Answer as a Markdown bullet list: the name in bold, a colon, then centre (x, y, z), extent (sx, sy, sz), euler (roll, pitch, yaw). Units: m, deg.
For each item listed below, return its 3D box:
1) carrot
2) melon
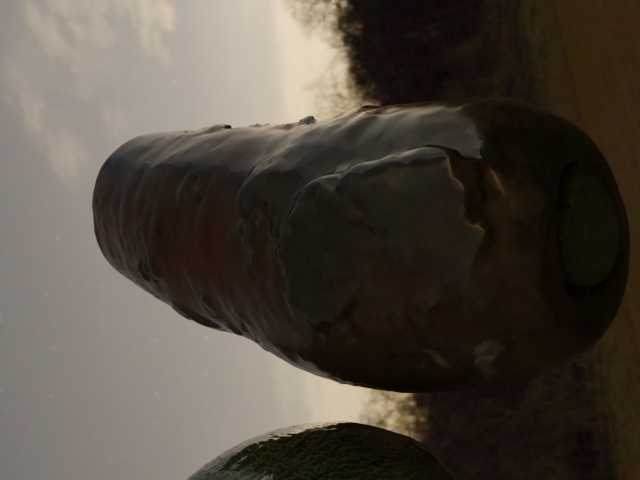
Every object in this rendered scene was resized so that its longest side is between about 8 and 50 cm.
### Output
- **carrot**: centre (0.000, 0.000, 0.442), extent (0.139, 0.302, 0.138), euler (-3, -85, -39)
- **melon**: centre (-0.013, 0.160, 0.414), extent (0.139, 0.192, 0.139), euler (42, 143, 43)
